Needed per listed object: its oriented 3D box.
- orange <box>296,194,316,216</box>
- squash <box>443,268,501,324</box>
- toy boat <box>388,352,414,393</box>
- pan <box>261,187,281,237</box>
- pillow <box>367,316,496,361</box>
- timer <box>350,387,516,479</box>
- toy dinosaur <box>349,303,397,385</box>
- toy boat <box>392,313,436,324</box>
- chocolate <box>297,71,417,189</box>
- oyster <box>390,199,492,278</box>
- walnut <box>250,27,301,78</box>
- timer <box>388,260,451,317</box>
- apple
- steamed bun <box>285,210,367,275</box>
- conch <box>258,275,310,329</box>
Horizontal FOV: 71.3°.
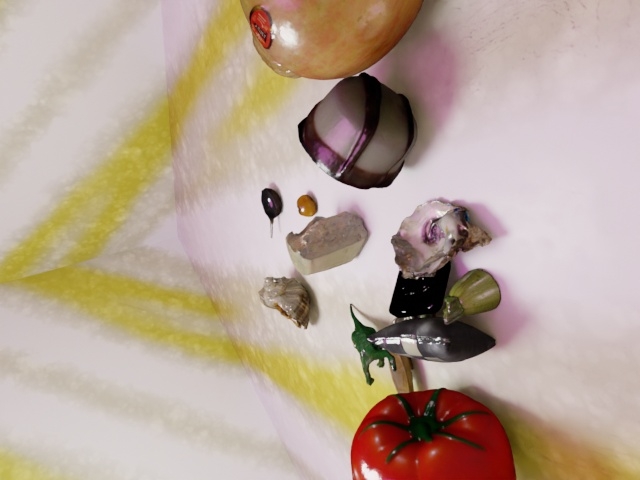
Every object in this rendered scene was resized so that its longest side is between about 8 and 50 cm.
[{"bbox_3d":[-0.053,-0.122,1.589,0.086,0.062,0.086,33,132,46],"label":"orange"},{"bbox_3d":[0.316,0.131,0.993,0.105,0.132,0.105,39,139,45],"label":"squash"},{"bbox_3d":[0.244,0.381,1.329,0.064,0.072,0.206,-9,99,36],"label":"toy boat"},{"bbox_3d":[-0.204,-0.127,1.868,0.128,0.048,0.202,50,143,38],"label":"pan"},{"bbox_3d":[0.261,0.237,1.072,0.249,0.186,0.106,-13,71,51],"label":"pillow"},{"bbox_3d":[0.261,0.535,1.062,0.378,0.378,0.279,15,120,58],"label":"timer"},{"bbox_3d":[0.133,0.278,1.319,0.447,0.087,0.301,-117,9,-49],"label":"toy dinosaur"},{"bbox_3d":[0.259,0.198,1.198,0.089,0.071,0.185,63,151,14],"label":"toy boat"},{"bbox_3d":[0.107,-0.269,1.045,0.284,0.283,0.186,58,133,26],"label":"chocolate"},{"bbox_3d":[0.262,-0.003,1.040,0.214,0.083,0.223,-42,35,23],"label":"oyster"},{"bbox_3d":[-0.080,-0.574,1.233,0.261,0.224,0.225,61,150,22],"label":"walnut"},{"bbox_3d":[0.244,0.116,1.123,0.187,0.055,0.144,-29,36,61],"label":"timer"},{"bbox_3d":[0.029,-0.538,0.886,0.346,0.391,0.392,-14,94,44],"label":"apple"},{"bbox_3d":[0.000,0.000,1.387,0.170,0.225,0.200,61,152,21],"label":"steamed bun"},{"bbox_3d":[-0.122,0.239,1.829,0.210,0.159,0.291,5,149,51],"label":"conch"}]
